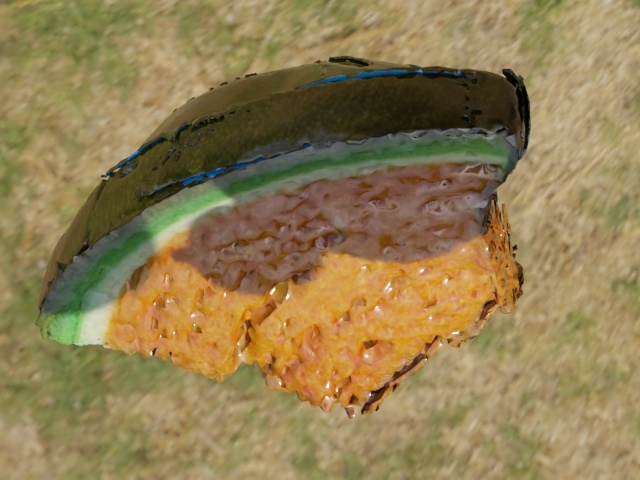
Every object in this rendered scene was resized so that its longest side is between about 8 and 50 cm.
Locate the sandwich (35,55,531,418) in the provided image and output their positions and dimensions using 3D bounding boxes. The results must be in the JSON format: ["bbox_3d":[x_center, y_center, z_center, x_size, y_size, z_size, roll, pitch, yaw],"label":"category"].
[{"bbox_3d":[-0.001,-0.011,0.770,0.159,0.079,0.235,32,133,-22],"label":"sandwich"}]
